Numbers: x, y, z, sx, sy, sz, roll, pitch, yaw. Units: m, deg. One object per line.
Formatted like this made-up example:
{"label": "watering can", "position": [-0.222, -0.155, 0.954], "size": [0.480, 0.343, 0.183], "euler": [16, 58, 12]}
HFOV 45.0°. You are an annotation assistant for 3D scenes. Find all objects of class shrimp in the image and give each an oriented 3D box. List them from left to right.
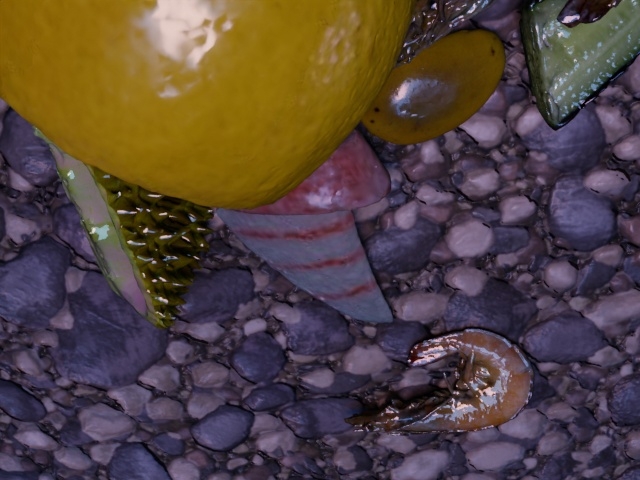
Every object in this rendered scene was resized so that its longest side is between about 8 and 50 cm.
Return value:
{"label": "shrimp", "position": [0.146, 0.189, 0.991], "size": [0.251, 0.052, 0.144], "euler": [-17, 106, 5]}
{"label": "shrimp", "position": [0.169, -0.221, 0.683], "size": [0.296, 0.169, 0.058], "euler": [-43, 143, 11]}

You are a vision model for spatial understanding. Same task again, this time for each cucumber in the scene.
{"label": "cucumber", "position": [0.256, -0.216, 0.736], "size": [0.115, 0.086, 0.193], "euler": [41, 108, -18]}

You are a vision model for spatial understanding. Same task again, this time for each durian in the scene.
{"label": "durian", "position": [-0.220, -0.039, 0.837], "size": [0.169, 0.158, 0.352], "euler": [-3, 123, 20]}

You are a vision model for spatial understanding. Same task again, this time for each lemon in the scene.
{"label": "lemon", "position": [-0.079, -0.225, 0.609], "size": [0.364, 0.364, 0.364], "euler": [2, 119, 4]}

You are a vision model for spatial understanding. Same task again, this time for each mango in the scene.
{"label": "mango", "position": [0.113, -0.159, 0.784], "size": [0.161, 0.076, 0.103], "euler": [-24, 107, 8]}

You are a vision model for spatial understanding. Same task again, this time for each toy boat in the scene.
{"label": "toy boat", "position": [0.000, 0.000, 0.888], "size": [0.206, 0.096, 0.282], "euler": [-11, 130, 18]}
